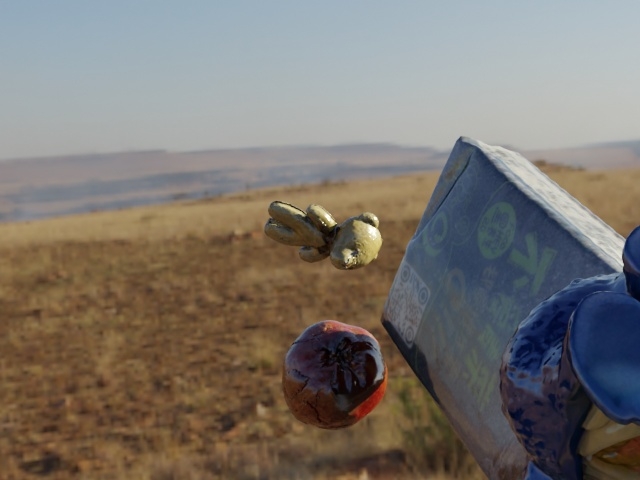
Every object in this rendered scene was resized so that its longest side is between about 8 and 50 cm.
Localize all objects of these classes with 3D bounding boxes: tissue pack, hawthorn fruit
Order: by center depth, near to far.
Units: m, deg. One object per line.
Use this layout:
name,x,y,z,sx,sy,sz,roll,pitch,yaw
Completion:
tissue pack,0.223,0.087,1.275,0.124,0.288,0.394,12,22,-25
hawthorn fruit,0.014,0.191,1.503,0.148,0.148,0.172,-5,-33,-16

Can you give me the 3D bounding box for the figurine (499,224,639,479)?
figurine,0.159,0.099,0.612,0.164,0.262,0.121,-25,49,-31

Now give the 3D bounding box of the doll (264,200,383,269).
doll,0.003,-0.006,0.929,0.093,0.061,0.051,29,46,19
